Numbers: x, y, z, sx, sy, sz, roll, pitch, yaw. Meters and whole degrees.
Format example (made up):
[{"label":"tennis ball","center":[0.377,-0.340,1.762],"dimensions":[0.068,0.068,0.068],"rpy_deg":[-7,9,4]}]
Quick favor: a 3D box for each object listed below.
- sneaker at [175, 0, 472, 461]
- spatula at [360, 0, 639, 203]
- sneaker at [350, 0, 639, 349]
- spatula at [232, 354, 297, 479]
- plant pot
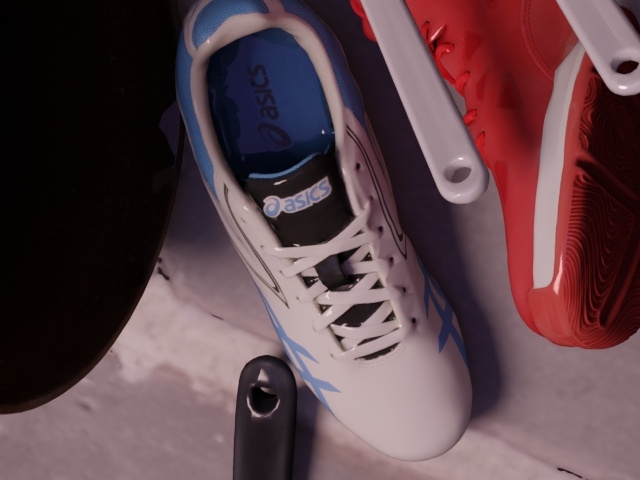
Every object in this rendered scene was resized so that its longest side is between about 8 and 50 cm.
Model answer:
[{"label":"sneaker","center":[0.000,0.000,0.553],"dimensions":[0.085,0.086,0.237],"rpy_deg":[-23,103,11]},{"label":"spatula","center":[0.068,-0.126,0.458],"dimensions":[0.168,0.242,0.019],"rpy_deg":[-26,144,9]},{"label":"sneaker","center":[0.073,-0.058,0.492],"dimensions":[0.128,0.221,0.087],"rpy_deg":[-10,147,41]},{"label":"spatula","center":[-0.038,0.195,0.638],"dimensions":[0.084,0.030,0.296],"rpy_deg":[9,106,12]},{"label":"plant pot","center":[-0.207,-0.055,0.519],"dimensions":[0.230,0.215,0.215],"rpy_deg":[8,107,21]}]
